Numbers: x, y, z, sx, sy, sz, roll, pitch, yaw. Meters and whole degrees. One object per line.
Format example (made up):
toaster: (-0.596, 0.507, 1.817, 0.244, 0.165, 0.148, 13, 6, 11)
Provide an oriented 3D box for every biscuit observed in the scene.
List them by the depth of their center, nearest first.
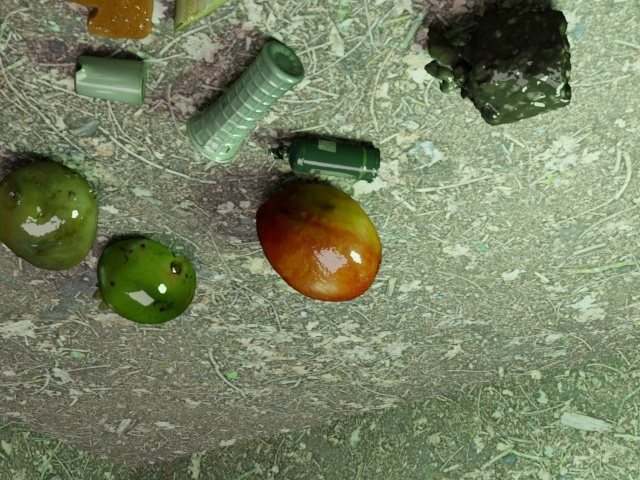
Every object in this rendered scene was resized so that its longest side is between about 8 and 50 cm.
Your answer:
biscuit: (-0.431, -0.478, 1.539, 0.186, 0.036, 0.192, -7, 155, -17)

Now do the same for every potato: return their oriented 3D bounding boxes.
potato: (-0.726, -0.047, 2.022, 0.270, 0.219, 0.359, -1, 148, -15)

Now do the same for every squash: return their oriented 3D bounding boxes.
squash: (-0.201, -0.479, 1.520, 0.169, 0.093, 0.252, 42, 145, 15)

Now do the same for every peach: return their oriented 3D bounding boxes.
peach: (-0.002, 0.002, 2.074, 0.290, 0.372, 0.373, -45, 135, 3)

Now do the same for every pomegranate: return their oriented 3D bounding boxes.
pomegranate: (-0.555, 0.155, 2.326, 0.359, 0.216, 0.310, -24, 143, 30)

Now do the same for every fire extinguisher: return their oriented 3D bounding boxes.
fire extinguisher: (-0.001, -0.209, 1.939, 0.295, 0.118, 0.093, 6, 109, -12)

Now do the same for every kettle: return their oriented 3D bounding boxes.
kettle: (-0.466, -0.361, 1.707, 0.148, 0.127, 0.098, 6, 113, -7)

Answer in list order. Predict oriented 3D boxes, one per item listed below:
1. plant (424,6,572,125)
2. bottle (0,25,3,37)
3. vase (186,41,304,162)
plant: (0.370, -0.368, 1.627, 0.312, 0.213, 0.215, -3, 148, 18)
bottle: (-0.751, -0.486, 1.502, 0.083, 0.083, 0.270, -20, 140, 24)
vase: (-0.167, -0.315, 1.742, 0.143, 0.143, 0.299, 24, 136, -32)
